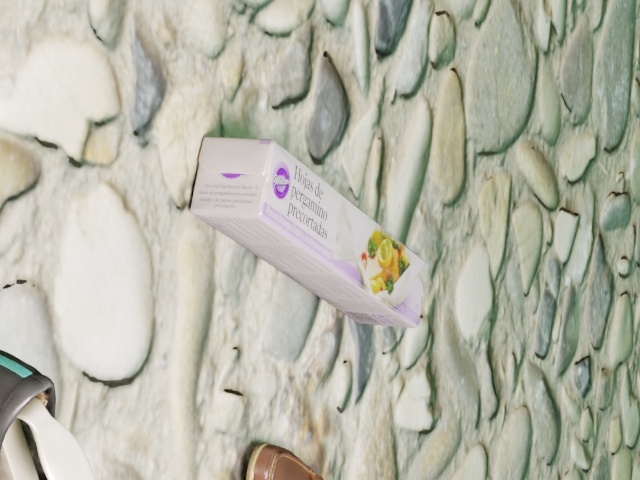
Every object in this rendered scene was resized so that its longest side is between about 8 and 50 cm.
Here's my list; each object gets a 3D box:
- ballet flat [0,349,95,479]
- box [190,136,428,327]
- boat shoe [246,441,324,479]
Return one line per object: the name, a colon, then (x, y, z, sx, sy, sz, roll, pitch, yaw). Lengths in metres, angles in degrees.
ballet flat: (-0.176, 0.195, 1.103, 0.095, 0.096, 0.280, -50, 136, -51)
box: (0.000, 0.000, 1.464, 0.324, 0.067, 0.063, 35, 61, -58)
boat shoe: (-0.008, 0.221, 1.478, 0.178, 0.060, 0.064, 57, 44, -49)
